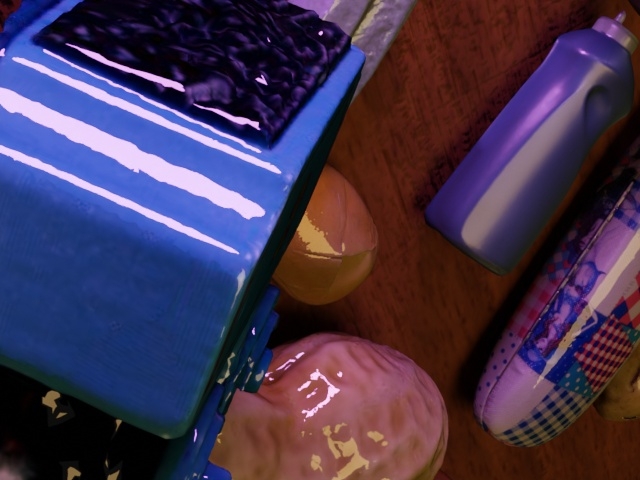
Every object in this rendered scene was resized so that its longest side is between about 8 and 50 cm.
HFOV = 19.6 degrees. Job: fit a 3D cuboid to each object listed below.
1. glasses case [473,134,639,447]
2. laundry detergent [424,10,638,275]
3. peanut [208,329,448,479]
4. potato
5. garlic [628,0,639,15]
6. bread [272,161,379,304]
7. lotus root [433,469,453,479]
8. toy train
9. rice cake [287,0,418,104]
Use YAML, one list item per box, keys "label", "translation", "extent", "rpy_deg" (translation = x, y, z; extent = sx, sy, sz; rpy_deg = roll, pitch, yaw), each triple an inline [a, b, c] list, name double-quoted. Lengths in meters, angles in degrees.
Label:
- label: "glasses case"
  translation: [0.236, 0.029, 1.497]
  extent: [0.125, 0.076, 0.327]
  rpy_deg: [19, 106, -52]
- label: "laundry detergent"
  translation: [0.161, -0.076, 1.329]
  extent: [0.097, 0.061, 0.206]
  rpy_deg: [29, 98, -47]
- label: "peanut"
  translation: [-0.035, 0.135, 1.254]
  extent: [0.305, 0.147, 0.147]
  rpy_deg: [-8, 129, -39]
- label: "potato"
  translation: [0.305, 0.092, 1.635]
  extent: [0.170, 0.080, 0.107]
  rpy_deg: [-31, 129, -24]
- label: "garlic"
  translation: [0.307, -0.219, 1.219]
  extent: [0.210, 0.237, 0.292]
  rpy_deg: [82, 19, -59]
- label: "bread"
  translation: [0.000, 0.000, 1.221]
  extent: [0.082, 0.056, 0.115]
  rpy_deg: [-44, 146, -10]
- label: "lotus root"
  translation: [0.066, 0.299, 1.480]
  extent: [0.188, 0.180, 0.199]
  rpy_deg: [-28, 140, -35]
- label: "toy train"
  translation: [-0.094, -0.002, 0.925]
  extent: [0.300, 0.188, 0.265]
  rpy_deg: [-64, 177, -67]
- label: "rice cake"
  translation: [-0.024, -0.079, 1.133]
  extent: [0.085, 0.040, 0.226]
  rpy_deg: [19, 108, -53]
